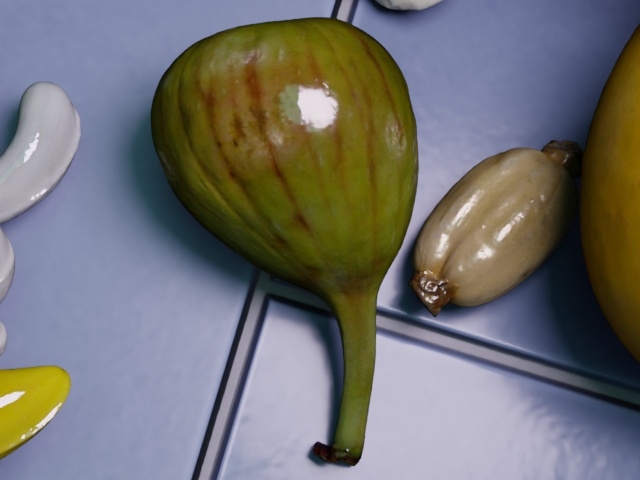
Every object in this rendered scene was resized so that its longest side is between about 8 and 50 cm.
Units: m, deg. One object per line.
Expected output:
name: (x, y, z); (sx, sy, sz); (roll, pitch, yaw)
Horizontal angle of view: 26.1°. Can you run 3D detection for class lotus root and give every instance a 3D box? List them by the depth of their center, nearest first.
lotus root: (0.109, -0.012, 0.842); (0.150, 0.062, 0.073); (-42, 63, -15)

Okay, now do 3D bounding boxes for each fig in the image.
fig: (0.000, 0.000, 0.787); (0.151, 0.151, 0.259); (-16, 84, -11)

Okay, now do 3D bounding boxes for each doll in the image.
doll: (-0.244, 0.026, 0.758); (0.252, 0.111, 0.237); (-13, 53, -5)

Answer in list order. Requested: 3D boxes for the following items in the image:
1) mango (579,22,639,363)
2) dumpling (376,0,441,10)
mango: (0.345, -0.071, 0.794); (0.445, 0.232, 0.300); (-37, 104, -18)
dumpling: (0.044, -0.209, 0.865); (0.169, 0.100, 0.134); (-33, 99, -8)
